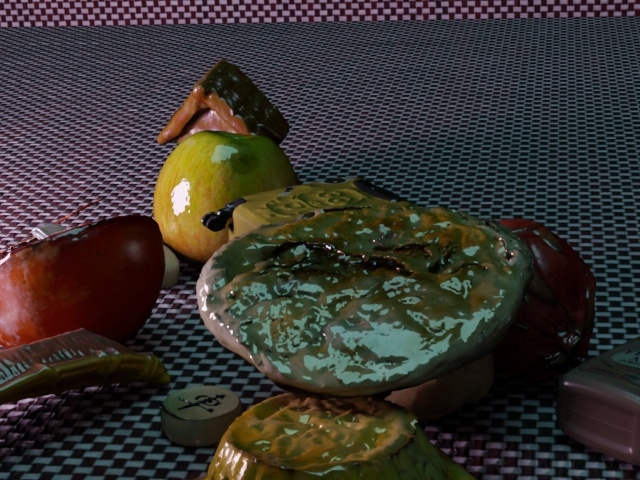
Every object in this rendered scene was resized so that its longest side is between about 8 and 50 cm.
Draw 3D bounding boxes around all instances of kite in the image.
[{"bbox_3d":[-0.397,-0.007,1.918,0.222,0.008,0.125,-30,6,-14],"label":"kite"}]

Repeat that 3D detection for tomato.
[{"bbox_3d":[-0.277,0.068,1.558,0.200,0.140,0.233,-12,-14,-42],"label":"tomato"}]

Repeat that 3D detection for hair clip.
[{"bbox_3d":[-0.273,0.019,1.806,0.218,0.071,0.159,13,22,27],"label":"hair clip"}]

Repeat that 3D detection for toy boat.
[{"bbox_3d":[-0.300,0.152,1.403,0.318,0.099,0.141,-19,-2,-38],"label":"toy boat"}]

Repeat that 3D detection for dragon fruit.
[{"bbox_3d":[0.205,0.062,1.469,0.209,0.172,0.172,25,32,34],"label":"dragon fruit"}]

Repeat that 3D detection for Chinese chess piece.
[{"bbox_3d":[-0.119,0.175,1.387,0.084,0.034,0.084,-2,20,1],"label":"Chinese chess piece"}]

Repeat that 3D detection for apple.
[{"bbox_3d":[-0.125,-0.058,1.826,0.196,0.196,0.196,-3,20,1],"label":"apple"}]

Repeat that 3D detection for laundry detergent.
[{"bbox_3d":[0.361,0.146,1.343,0.237,0.076,0.171,-17,25,-39],"label":"laundry detergent"}]

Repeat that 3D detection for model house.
[{"bbox_3d":[-0.125,-0.155,2.028,0.219,0.229,0.199,8,28,25],"label":"model house"}]

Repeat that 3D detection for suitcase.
[{"bbox_3d":[0.001,0.020,1.639,0.234,0.143,0.194,-12,21,-22],"label":"suitcase"}]

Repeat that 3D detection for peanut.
[{"bbox_3d":[0.075,0.111,1.398,0.224,0.129,0.129,9,23,27],"label":"peanut"}]

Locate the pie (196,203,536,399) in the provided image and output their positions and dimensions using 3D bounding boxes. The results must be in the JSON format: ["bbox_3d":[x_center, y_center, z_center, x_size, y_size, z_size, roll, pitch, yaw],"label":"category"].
[{"bbox_3d":[0.048,0.041,1.313,0.339,0.077,0.339,-4,28,2],"label":"pie"}]

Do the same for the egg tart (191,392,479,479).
[{"bbox_3d":[0.006,0.207,1.176,0.288,0.118,0.288,-4,16,1],"label":"egg tart"}]
